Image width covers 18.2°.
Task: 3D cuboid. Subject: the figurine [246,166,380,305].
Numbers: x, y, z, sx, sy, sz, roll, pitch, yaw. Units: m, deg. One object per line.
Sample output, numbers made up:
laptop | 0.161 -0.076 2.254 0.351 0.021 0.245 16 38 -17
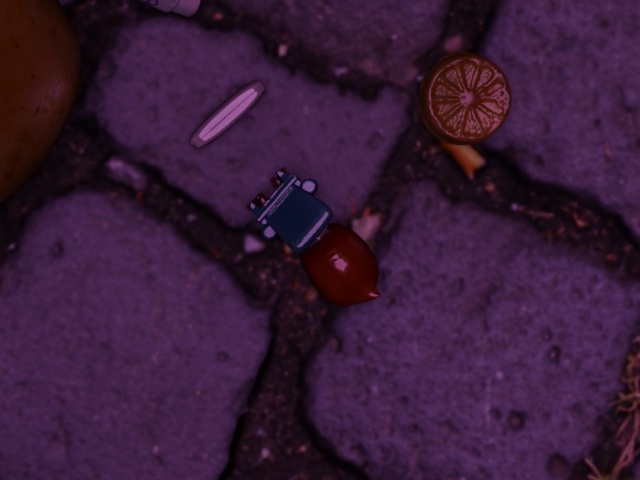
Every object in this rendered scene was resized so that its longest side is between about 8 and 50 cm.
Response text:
figurine | 0.000 0.000 1.748 0.140 0.075 0.068 45 89 -4

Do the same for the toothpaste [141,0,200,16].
toothpaste | -0.198 -0.239 1.694 0.218 0.052 0.033 21 89 -31

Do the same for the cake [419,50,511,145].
cake | 0.127 -0.125 1.763 0.084 0.044 0.084 0 95 -5

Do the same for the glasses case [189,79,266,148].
glasses case | -0.082 -0.111 1.755 0.083 0.032 0.021 -42 99 -2

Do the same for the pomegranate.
pomegranate | -0.336 -0.150 1.602 0.307 0.307 0.307 0 94 -4
